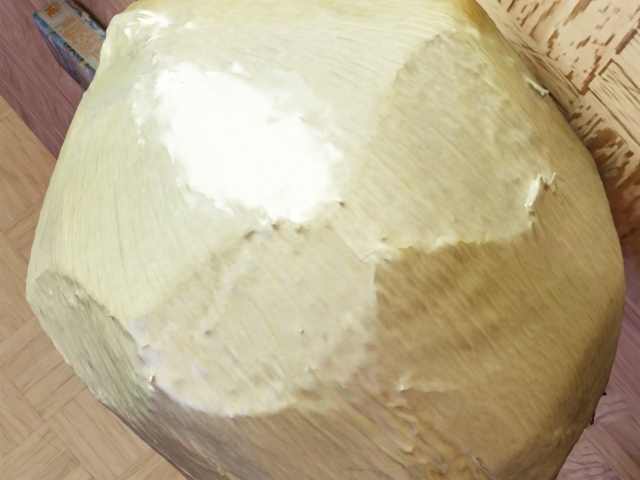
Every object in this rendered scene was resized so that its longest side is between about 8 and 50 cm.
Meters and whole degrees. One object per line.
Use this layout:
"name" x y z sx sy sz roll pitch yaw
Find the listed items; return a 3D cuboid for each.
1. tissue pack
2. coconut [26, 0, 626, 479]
"tissue pack" -0.292 -0.235 2.130 0.155 0.065 0.115 45 167 31
"coconut" 0.000 0.000 1.007 0.360 0.346 0.346 49 171 -28
